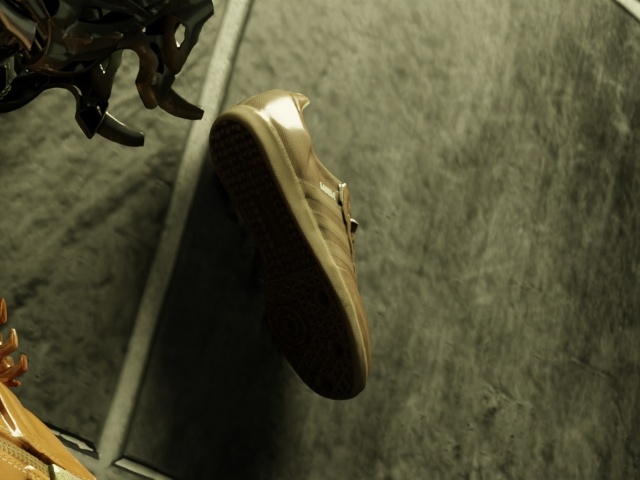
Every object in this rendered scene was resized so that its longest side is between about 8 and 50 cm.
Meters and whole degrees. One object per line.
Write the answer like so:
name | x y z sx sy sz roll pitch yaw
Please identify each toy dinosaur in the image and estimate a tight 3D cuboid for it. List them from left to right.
toy dinosaur | -0.181 -0.102 0.756 0.218 0.164 0.322 -11 112 -31

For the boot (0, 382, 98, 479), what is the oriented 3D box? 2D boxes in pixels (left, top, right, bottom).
boot | -0.173 0.044 0.646 0.220 0.109 0.283 33 27 -54

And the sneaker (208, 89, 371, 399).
sneaker | 0.000 0.000 0.947 0.071 0.066 0.188 -33 109 -43
